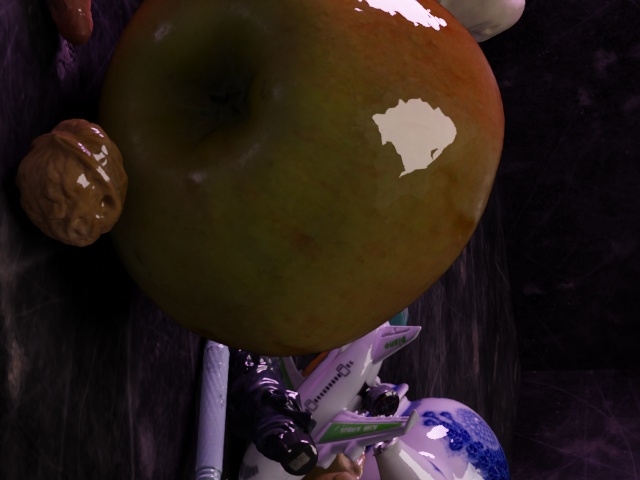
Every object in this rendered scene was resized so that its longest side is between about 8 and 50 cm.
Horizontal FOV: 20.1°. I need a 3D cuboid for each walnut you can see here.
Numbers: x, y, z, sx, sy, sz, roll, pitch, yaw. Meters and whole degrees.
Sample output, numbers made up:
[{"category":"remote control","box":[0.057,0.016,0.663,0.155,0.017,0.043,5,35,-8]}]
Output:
[{"category":"walnut","box":[-0.182,-0.043,1.321,0.079,0.082,0.096,-50,147,-29]}]

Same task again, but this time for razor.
[{"category":"razor","box":[-0.100,0.169,1.694,0.106,0.068,0.232,73,15,-50]}]

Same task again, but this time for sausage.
[{"category":"sausage","box":[-0.196,-0.219,1.370,0.042,0.036,0.158,-57,144,-55]}]

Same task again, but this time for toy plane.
[{"category":"toy plane","box":[0.001,0.176,1.867,0.101,0.251,0.255,36,86,-44]}]

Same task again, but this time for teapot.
[{"category":"teapot","box":[0.079,0.271,2.112,0.280,0.252,0.424,52,-8,1]}]

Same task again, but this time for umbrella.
[{"category":"umbrella","box":[-0.052,0.169,1.750,0.224,0.071,0.080,-130,-154,-65]}]

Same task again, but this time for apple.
[{"category":"apple","box":[-0.034,-0.079,1.469,0.305,0.338,0.338,6,82,-57]}]

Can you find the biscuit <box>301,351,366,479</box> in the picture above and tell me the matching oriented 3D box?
[{"category":"biscuit","box":[-0.003,0.254,1.932,0.045,0.154,0.299,30,38,-33]}]

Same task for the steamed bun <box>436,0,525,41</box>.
[{"category":"steamed bun","box":[0.067,-0.380,2.115,0.352,0.247,0.339,9,61,-60]}]

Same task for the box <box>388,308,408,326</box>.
[{"category":"box","box":[0.000,-0.001,1.909,0.041,0.162,0.229,-75,158,-53]}]
